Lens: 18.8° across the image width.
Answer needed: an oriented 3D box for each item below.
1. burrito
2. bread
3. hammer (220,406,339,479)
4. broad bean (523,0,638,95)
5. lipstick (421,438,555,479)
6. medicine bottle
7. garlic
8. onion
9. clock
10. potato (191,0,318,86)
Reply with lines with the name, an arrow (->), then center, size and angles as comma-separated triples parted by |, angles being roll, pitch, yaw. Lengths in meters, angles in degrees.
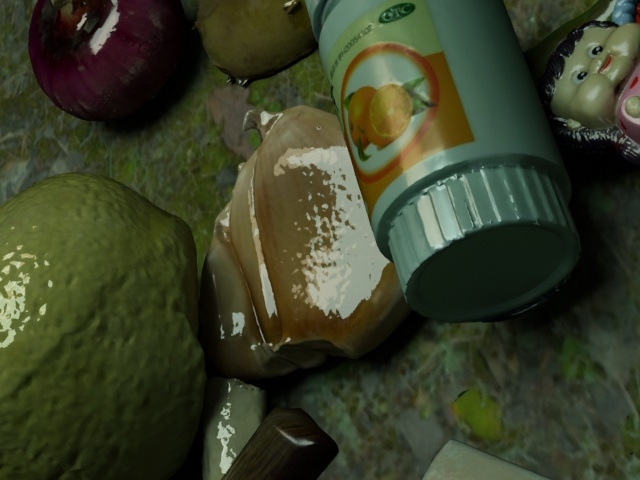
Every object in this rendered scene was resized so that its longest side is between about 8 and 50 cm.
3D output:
burrito -> -0.069, 0.203, 1.591 | 0.087, 0.060, 0.226 | 118, 152, -52
bread -> -0.236, 0.097, 1.657 | 0.320, 0.237, 0.321 | -42, 37, 43
hammer -> -0.124, 0.284, 1.499 | 0.409, 0.095, 0.242 | -55, 37, 19
broad bean -> 0.191, -0.150, 1.621 | 0.325, 0.067, 0.075 | -39, 72, 12
lipstick -> 0.178, 0.215, 1.346 | 0.253, 0.079, 0.077 | 18, 73, 47
medicine bottle -> 0.093, -0.101, 1.521 | 0.158, 0.158, 0.318 | -31, 55, 22
garlic -> 0.000, 0.000, 1.643 | 0.217, 0.110, 0.228 | -11, 75, 31
onion -> -0.221, -0.208, 1.980 | 0.177, 0.153, 0.177 | 8, 102, 38
clock -> 0.277, -0.138, 1.501 | 0.195, 0.100, 0.194 | 18, 71, 46
potato -> -0.021, -0.267, 1.876 | 0.138, 0.098, 0.243 | 19, 77, 47
